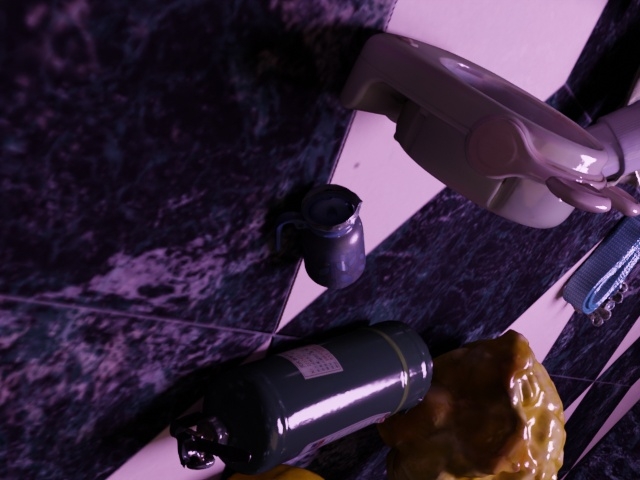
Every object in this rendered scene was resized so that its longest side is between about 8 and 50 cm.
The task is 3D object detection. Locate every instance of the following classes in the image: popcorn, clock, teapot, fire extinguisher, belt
[{"bbox_3d":[0.184,0.220,0.943,0.236,0.206,0.252,-16,127,-21],"label":"popcorn"},{"bbox_3d":[0.117,-0.066,0.524,0.151,0.191,0.062,0,126,-51],"label":"clock"},{"bbox_3d":[0.002,-0.003,0.604,0.083,0.063,0.049,82,25,-49],"label":"teapot"},{"bbox_3d":[-0.024,0.142,0.686,0.294,0.118,0.093,-10,98,-46],"label":"fire extinguisher"},{"bbox_3d":[0.444,0.037,1.188,0.179,0.065,0.100,-50,140,6],"label":"belt"}]

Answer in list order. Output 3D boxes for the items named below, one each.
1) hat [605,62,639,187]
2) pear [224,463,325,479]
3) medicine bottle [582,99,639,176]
[{"bbox_3d":[0.360,-0.138,0.884,0.122,0.081,0.166,8,110,-10],"label":"hat"},{"bbox_3d":[-0.047,0.295,0.785,0.149,0.149,0.162,-50,160,4],"label":"pear"},{"bbox_3d":[0.399,-0.136,0.796,0.351,0.110,0.110,-21,149,5],"label":"medicine bottle"}]
